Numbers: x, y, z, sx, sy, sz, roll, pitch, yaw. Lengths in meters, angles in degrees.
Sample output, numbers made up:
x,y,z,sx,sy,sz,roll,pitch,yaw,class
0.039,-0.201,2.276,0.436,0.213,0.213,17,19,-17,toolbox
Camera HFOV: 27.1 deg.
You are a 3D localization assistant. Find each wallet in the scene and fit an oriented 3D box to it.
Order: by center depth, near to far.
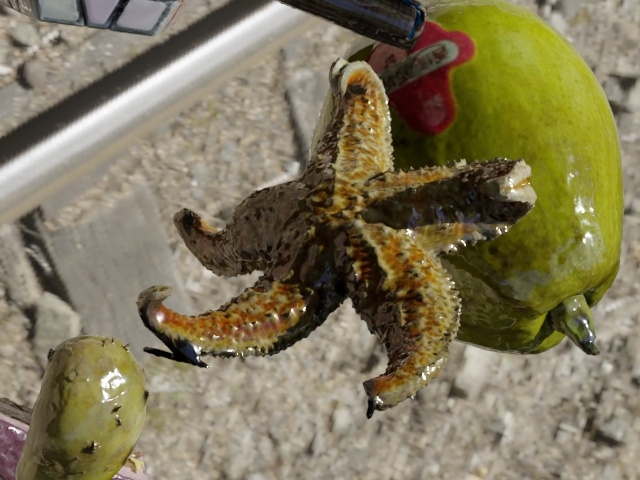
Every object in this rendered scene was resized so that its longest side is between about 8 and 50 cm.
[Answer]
x,y,z,sx,sy,sz,roll,pitch,yaw,class
-0.053,-0.172,0.792,0.230,0.124,0.042,17,102,-11,wallet

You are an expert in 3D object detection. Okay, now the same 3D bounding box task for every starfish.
x,y,z,sx,sy,sz,roll,pitch,yaw,class
-0.004,-0.002,0.953,0.303,0.312,0.113,-42,131,-26,starfish

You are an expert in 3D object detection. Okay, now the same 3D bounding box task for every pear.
x,y,z,sx,sy,sz,roll,pitch,yaw,class
0.146,-0.046,1.200,0.287,0.375,0.287,-22,150,-14,pear

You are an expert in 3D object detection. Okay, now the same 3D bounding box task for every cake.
x,y,z,sx,sy,sz,roll,pitch,yaw,class
-0.275,0.198,1.272,0.295,0.116,0.113,43,80,-23,cake

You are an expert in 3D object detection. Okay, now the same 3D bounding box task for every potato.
x,y,z,sx,sy,sz,roll,pitch,yaw,class
-0.155,0.123,0.869,0.091,0.070,0.138,-51,165,-51,potato

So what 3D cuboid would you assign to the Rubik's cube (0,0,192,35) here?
x,y,z,sx,sy,sz,roll,pitch,yaw,class
-0.223,-0.358,1.371,0.319,0.264,0.319,17,67,-46,Rubik's cube
